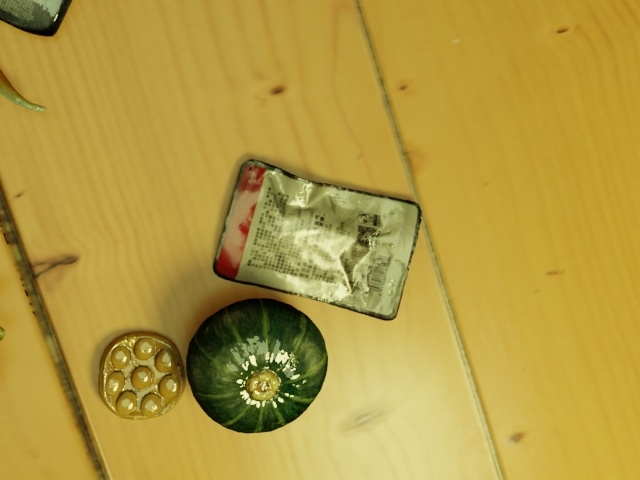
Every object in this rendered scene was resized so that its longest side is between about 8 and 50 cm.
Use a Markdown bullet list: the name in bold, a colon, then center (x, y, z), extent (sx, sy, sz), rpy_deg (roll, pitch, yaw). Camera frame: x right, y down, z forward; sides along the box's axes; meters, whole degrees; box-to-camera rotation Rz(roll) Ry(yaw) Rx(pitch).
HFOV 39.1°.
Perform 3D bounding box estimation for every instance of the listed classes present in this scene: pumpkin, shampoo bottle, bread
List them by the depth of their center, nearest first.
- **shampoo bottle**: center (-0.394, -0.311, 1.002), extent (0.233, 0.049, 0.087), rpy_deg (25, 91, -12)
- **pumpkin**: center (-0.073, 0.147, 1.061), extent (0.167, 0.125, 0.167), rpy_deg (-1, 95, -9)
- **bread**: center (-0.216, 0.164, 1.086), extent (0.110, 0.024, 0.110), rpy_deg (-1, 95, -12)

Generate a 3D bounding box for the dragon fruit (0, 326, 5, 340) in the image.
- **dragon fruit**: center (-0.427, 0.122, 0.981), extent (0.166, 0.160, 0.172), rpy_deg (11, 90, 7)

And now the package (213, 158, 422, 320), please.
- **package**: center (0.000, 0.000, 1.112), extent (0.239, 0.030, 0.154), rpy_deg (15, 92, -12)

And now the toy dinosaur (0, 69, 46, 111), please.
- **toy dinosaur**: center (-0.412, -0.218, 1.015), extent (0.212, 0.057, 0.142), rpy_deg (10, 73, -23)
